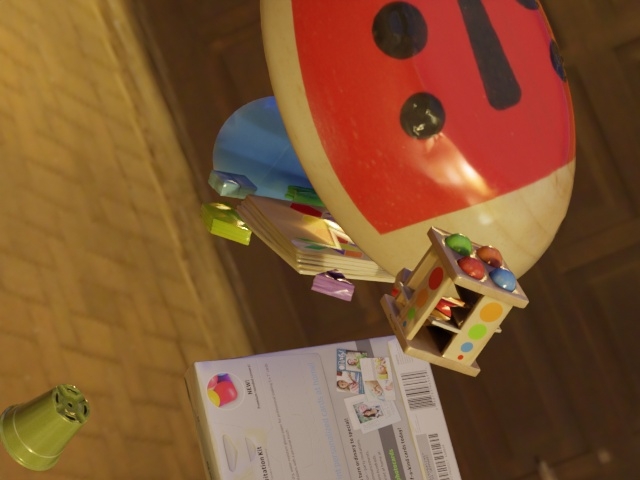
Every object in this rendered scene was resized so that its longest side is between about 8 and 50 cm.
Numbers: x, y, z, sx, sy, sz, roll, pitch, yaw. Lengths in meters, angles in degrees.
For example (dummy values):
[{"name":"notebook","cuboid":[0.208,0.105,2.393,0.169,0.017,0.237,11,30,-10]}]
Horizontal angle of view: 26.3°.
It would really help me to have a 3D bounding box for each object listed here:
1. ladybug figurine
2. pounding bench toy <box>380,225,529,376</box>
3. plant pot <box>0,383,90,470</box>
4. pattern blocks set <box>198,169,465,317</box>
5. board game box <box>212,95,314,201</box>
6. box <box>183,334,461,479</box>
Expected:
[{"name":"ladybug figurine","cuboid":[0.110,-0.164,1.312,0.162,0.305,0.449,-17,-81,59]},{"name":"pounding bench toy","cuboid":[0.075,0.024,0.802,0.052,0.065,0.083,20,26,-27]},{"name":"plant pot","cuboid":[-0.296,0.198,1.507,0.083,0.079,0.083,36,32,-27]},{"name":"pattern blocks set","cuboid":[0.000,0.000,1.547,0.325,0.285,0.026,-123,-131,-64]},{"name":"board game box","cuboid":[-0.054,-0.098,1.751,0.168,0.133,0.033,36,-13,7]},{"name":"box","cuboid":[0.005,0.150,1.021,0.038,0.186,0.145,131,-52,-59]}]
